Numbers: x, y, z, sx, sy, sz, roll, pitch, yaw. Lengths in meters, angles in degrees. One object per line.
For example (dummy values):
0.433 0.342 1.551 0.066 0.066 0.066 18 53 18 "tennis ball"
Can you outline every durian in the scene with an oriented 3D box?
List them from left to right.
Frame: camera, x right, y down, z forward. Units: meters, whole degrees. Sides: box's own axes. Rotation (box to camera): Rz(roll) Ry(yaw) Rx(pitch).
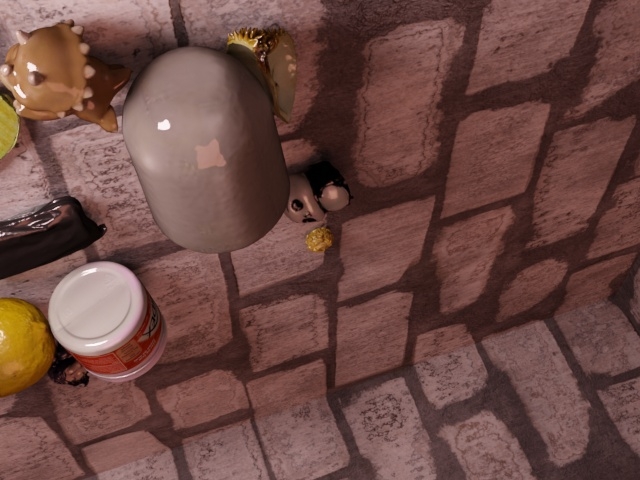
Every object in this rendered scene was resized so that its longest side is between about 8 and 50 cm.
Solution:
-0.102 -0.352 1.811 0.145 0.139 0.252 -22 151 -10 "durian"

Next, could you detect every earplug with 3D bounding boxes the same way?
-0.240 -0.198 1.797 0.313 0.312 0.394 -20 148 -6 "earplug"

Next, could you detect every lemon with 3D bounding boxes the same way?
-0.803 0.267 2.217 0.284 0.260 0.260 -41 148 7 "lemon"

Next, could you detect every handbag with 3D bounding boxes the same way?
-0.672 -0.001 2.049 0.332 0.075 0.191 -23 151 -3 "handbag"

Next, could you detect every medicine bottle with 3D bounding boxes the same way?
-0.548 0.211 2.304 0.253 0.252 0.241 -21 151 -4 "medicine bottle"

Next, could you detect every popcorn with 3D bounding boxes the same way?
0.000 0.000 2.541 0.083 0.057 0.082 17 125 -44 "popcorn"

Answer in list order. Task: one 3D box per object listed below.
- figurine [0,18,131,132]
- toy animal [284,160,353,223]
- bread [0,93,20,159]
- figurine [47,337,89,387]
-0.449 -0.303 1.608 0.247 0.177 0.173 15 153 -32 "figurine"
-0.015 -0.112 2.263 0.179 0.138 0.166 -29 134 0 "toy animal"
-0.726 -0.213 1.696 0.302 0.045 0.301 -19 152 -11 "bread"
-0.731 0.344 2.533 0.145 0.145 0.222 -15 140 -14 "figurine"
